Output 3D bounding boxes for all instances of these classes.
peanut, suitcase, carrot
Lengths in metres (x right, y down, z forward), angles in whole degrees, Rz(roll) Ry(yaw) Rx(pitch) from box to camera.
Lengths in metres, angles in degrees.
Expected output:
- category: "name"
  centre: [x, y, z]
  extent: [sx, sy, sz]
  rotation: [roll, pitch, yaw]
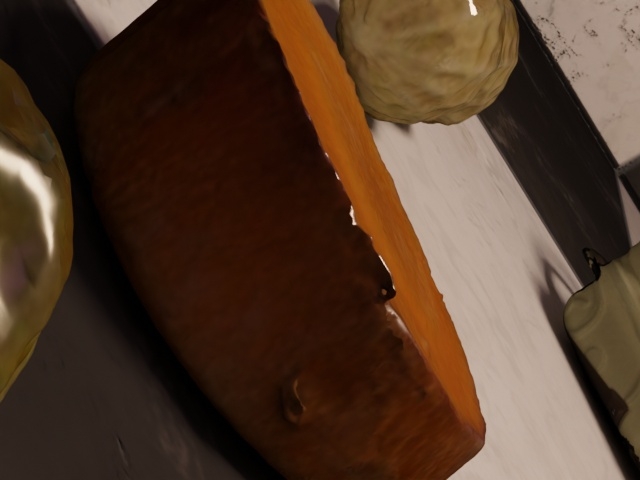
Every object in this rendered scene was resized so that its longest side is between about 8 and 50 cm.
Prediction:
- category: "peanut"
  centre: [0.080, -0.145, 1.415]
  extent: [0.120, 0.136, 0.298]
  rotation: [46, 7, 9]
- category: "suitcase"
  centre: [0.361, 0.120, 1.734]
  extent: [0.351, 0.194, 0.339]
  rotation: [35, 26, -61]
- category: "carrot"
  centre: [0.000, 0.000, 0.885]
  extent: [0.307, 0.100, 0.258]
  rotation: [38, 28, -62]

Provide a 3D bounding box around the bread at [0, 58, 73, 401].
- category: "bread"
  centre: [-0.131, 0.008, 0.331]
  extent: [0.152, 0.130, 0.268]
  rotation: [49, 15, -5]
